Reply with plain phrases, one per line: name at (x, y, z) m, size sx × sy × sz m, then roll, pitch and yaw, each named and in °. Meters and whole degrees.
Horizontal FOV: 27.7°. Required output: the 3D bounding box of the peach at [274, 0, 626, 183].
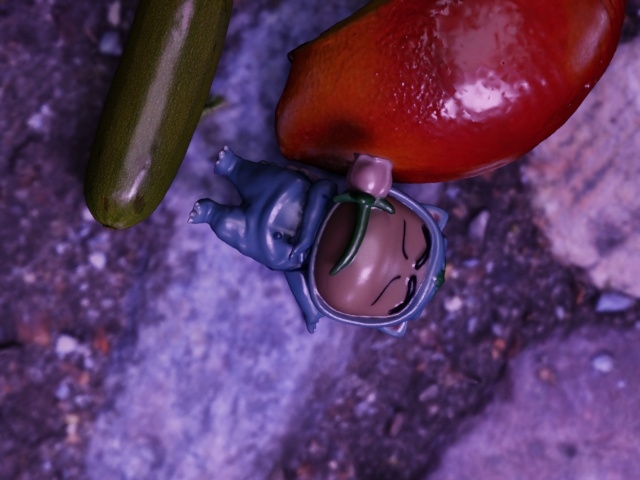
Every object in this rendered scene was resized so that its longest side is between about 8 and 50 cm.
peach at (0.099, -0.125, 0.892) m, size 0.267 × 0.154 × 0.159 m, roll -35°, pitch 95°, yaw -13°

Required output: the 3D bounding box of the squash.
squash at (-0.104, -0.126, 0.892) m, size 0.066 × 0.066 × 0.252 m, roll 18°, pitch 83°, yaw -11°

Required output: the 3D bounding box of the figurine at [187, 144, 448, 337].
figurine at (0.002, -0.004, 0.875) m, size 0.178 × 0.144 × 0.114 m, roll 23°, pitch 78°, yaw 2°
